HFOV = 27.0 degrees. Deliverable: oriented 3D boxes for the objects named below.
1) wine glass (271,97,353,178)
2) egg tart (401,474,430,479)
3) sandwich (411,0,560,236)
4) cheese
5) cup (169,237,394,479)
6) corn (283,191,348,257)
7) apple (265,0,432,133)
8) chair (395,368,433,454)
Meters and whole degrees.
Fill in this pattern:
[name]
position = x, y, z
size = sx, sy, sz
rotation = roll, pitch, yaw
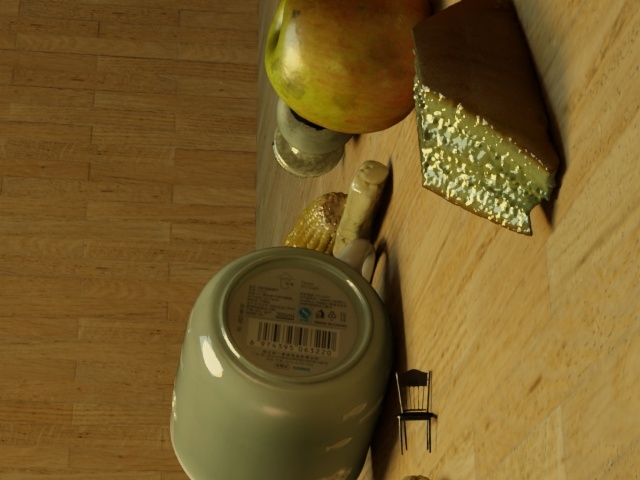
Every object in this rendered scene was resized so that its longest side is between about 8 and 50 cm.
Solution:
[wine glass]
position = -0.008, -0.178, 1.987
size = 0.241, 0.126, 0.126
rotation = 113, 159, -78
[egg tart]
position = 0.052, 0.398, 1.266
size = 0.345, 0.132, 0.345
rotation = -179, 90, -81
[sandwich]
position = 0.120, -0.107, 1.054
size = 0.258, 0.096, 0.094
rotation = -93, 3, -53
[cheese]
position = 0.051, -0.034, 1.726
size = 0.194, 0.043, 0.065
rotation = 107, -170, -59
[cup]
position = -0.021, 0.132, 1.648
size = 0.356, 0.259, 0.274
rotation = -54, -13, -34
[corn]
position = 0.000, 0.000, 1.997
size = 0.320, 0.097, 0.097
rotation = 122, 150, -72
[apple]
position = 0.031, -0.213, 1.464
size = 0.196, 0.196, 0.196
rotation = -177, 90, -83
[chair]
position = 0.096, 0.173, 1.351
size = 0.042, 0.037, 0.086
rotation = 54, -147, -82
